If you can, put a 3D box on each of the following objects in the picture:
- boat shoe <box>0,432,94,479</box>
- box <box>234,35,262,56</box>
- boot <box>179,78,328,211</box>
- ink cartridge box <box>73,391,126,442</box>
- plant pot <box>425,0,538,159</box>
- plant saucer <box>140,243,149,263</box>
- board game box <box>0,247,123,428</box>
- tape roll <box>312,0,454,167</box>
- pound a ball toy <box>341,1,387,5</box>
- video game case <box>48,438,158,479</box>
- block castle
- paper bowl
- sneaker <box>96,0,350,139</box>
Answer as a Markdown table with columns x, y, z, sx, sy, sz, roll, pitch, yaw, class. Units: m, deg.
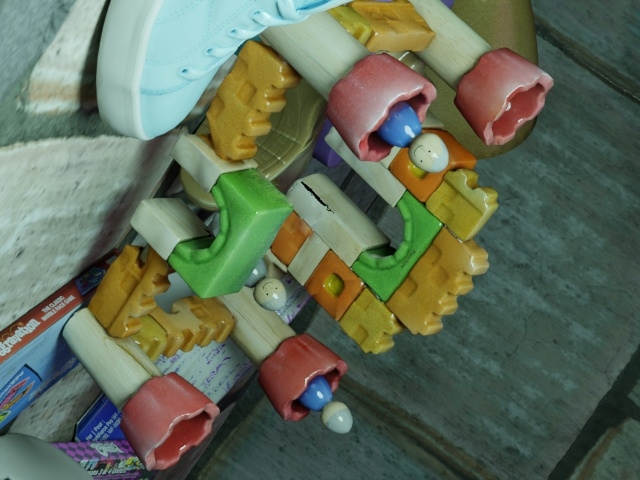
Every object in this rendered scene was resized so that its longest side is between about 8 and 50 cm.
| x | y | z | sx | sy | sz | roll | pitch | yaw | class |
| --- | --- | --- | --- | --- | --- | --- | --- | --- | --- |
| -0.344 | 0.296 | 1.659 | 0.158 | 0.127 | 0.340 | -49 | 167 | 10 | boat shoe |
| -0.003 | -0.260 | 1.448 | 0.100 | 0.060 | 0.244 | -49 | 172 | -43 | box |
| -0.068 | -0.091 | 1.745 | 0.262 | 0.095 | 0.203 | -54 | 176 | -32 | boot |
| -0.269 | 0.260 | 2.248 | 0.165 | 0.065 | 0.333 | -51 | 172 | -27 | ink cartridge box |
| 0.206 | -0.282 | 2.318 | 0.237 | 0.237 | 0.254 | -50 | 159 | -37 | plant pot |
| -0.180 | 0.015 | 1.802 | 0.083 | 0.015 | 0.083 | -54 | 174 | -9 | plant saucer |
| -0.273 | 0.113 | 1.556 | 0.145 | 0.027 | 0.281 | -60 | 173 | 27 | board game box |
| 0.054 | -0.222 | 1.972 | 0.275 | 0.090 | 0.275 | -54 | 173 | -9 | tape roll |
| 0.118 | -0.321 | 1.645 | 0.319 | 0.136 | 0.208 | -21 | 157 | -51 | pound a ball toy |
| -0.315 | 0.338 | 2.066 | 0.210 | 0.042 | 0.232 | -56 | 154 | 14 | video game case |
| 0.000 | 0.000 | 1.527 | 0.303 | 0.213 | 0.453 | -11 | 141 | -55 | block castle |
| -0.103 | 0.059 | 1.898 | 0.284 | 0.148 | 0.284 | -48 | -178 | 2 | paper bowl |
| -0.037 | -0.187 | 1.151 | 0.135 | 0.150 | 0.366 | -46 | 169 | -52 | sneaker |
